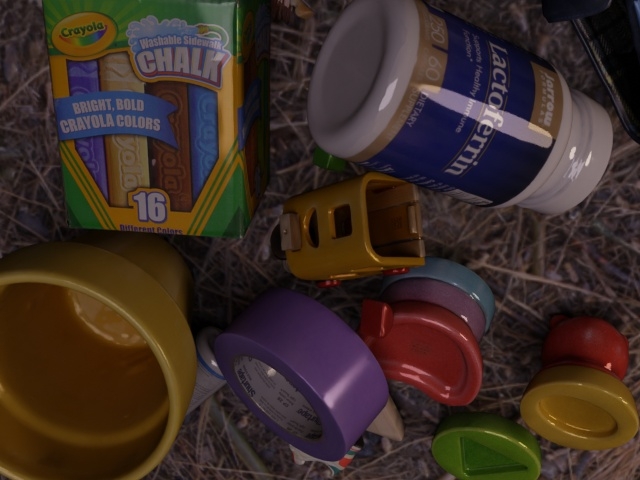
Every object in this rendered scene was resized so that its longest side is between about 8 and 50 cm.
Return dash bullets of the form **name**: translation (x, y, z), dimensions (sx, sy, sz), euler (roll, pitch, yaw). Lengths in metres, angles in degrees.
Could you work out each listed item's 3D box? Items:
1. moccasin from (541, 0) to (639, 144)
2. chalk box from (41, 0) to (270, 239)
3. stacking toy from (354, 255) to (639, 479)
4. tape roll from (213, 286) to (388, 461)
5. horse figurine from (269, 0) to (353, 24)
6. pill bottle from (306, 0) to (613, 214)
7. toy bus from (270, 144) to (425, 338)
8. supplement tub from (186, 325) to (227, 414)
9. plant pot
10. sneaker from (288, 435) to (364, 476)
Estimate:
- **moccasin**: translation (0.255, -0.232, 0.731), dimensions (0.117, 0.138, 0.342), euler (-40, 103, -3)
- **chalk box**: translation (-0.145, -0.170, 0.793), dimensions (0.179, 0.180, 0.289), euler (5, 114, 5)
- **stacking toy**: translation (0.182, 0.150, 0.957), dimensions (0.308, 0.130, 0.280), euler (25, 140, -1)
- **tape roll**: translation (-0.023, 0.148, 0.900), dimensions (0.189, 0.080, 0.189), euler (32, 148, 24)
- **horse figurine**: translation (0.042, -0.303, 0.752), dimensions (0.263, 0.066, 0.175), euler (-21, 69, 26)
- **pill bottle**: translation (0.133, -0.117, 0.757), dimensions (0.264, 0.153, 0.153), euler (15, 117, -28)
- **toy bus**: translation (0.008, -0.007, 0.828), dimensions (0.104, 0.191, 0.202), euler (2, 123, -43)
- **supplement tub**: translation (-0.152, 0.160, 0.992), dimensions (0.107, 0.071, 0.071), euler (-40, 103, 19)
- **plant pot**: translation (-0.243, 0.099, 0.886), dimensions (0.253, 0.239, 0.254), euler (3, 113, 6)
- **sneaker**: translation (-0.030, 0.241, 1.018), dimensions (0.161, 0.057, 0.075), euler (29, 108, -8)
